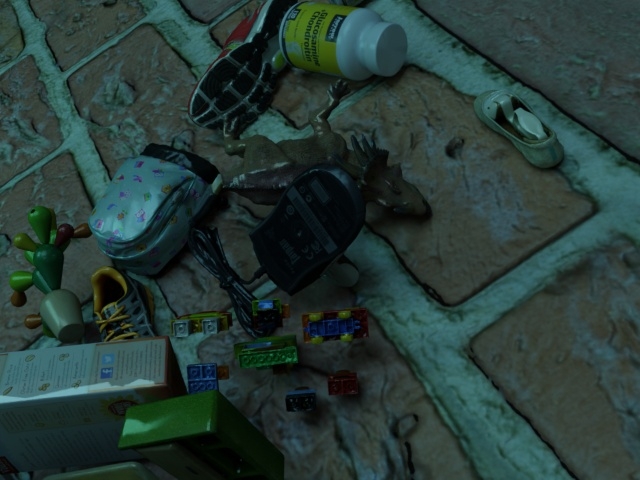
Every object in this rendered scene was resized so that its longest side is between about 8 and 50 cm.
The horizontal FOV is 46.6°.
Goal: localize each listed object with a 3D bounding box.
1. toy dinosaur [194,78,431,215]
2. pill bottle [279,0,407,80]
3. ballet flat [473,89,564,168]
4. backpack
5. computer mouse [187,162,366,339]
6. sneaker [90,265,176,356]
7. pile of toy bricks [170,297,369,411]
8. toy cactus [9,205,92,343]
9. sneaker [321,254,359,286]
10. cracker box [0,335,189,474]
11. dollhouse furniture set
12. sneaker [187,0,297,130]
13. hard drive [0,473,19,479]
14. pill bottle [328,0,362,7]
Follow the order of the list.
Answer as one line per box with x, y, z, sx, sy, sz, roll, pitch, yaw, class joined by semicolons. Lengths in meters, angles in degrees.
-0.028;-0.084;0.925;0.295;0.127;0.200;-14;36;0;toy dinosaur
0.034;-0.294;1.101;0.184;0.103;0.103;21;67;38;pill bottle
0.242;-0.153;0.915;0.057;0.052;0.168;-35;46;0;ballet flat
-0.238;-0.044;1.046;0.151;0.115;0.182;16;67;33;backpack
-0.052;-0.022;0.864;0.184;0.060;0.262;51;128;14;computer mouse
-0.249;0.119;0.947;0.084;0.083;0.215;-33;48;0;sneaker
-0.051;0.121;0.828;0.212;0.105;0.118;-4;92;3;pile of toy bricks
-0.343;0.066;0.978;0.112;0.219;0.180;-4;37;-35;toy cactus
0.000;0.000;0.924;0.065;0.061;0.158;-43;48;-17;sneaker
-0.266;0.182;0.808;0.232;0.156;0.067;-6;49;-3;cracker box
-0.197;0.282;0.679;0.301;0.151;0.198;-15;49;19;dollhouse furniture set
-0.124;-0.279;1.199;0.118;0.107;0.279;2;51;52;sneaker
-0.494;0.225;0.890;0.338;0.237;0.064;25;69;40;hard drive
0.064;-0.428;1.215;0.116;0.065;0.065;-34;47;0;pill bottle
